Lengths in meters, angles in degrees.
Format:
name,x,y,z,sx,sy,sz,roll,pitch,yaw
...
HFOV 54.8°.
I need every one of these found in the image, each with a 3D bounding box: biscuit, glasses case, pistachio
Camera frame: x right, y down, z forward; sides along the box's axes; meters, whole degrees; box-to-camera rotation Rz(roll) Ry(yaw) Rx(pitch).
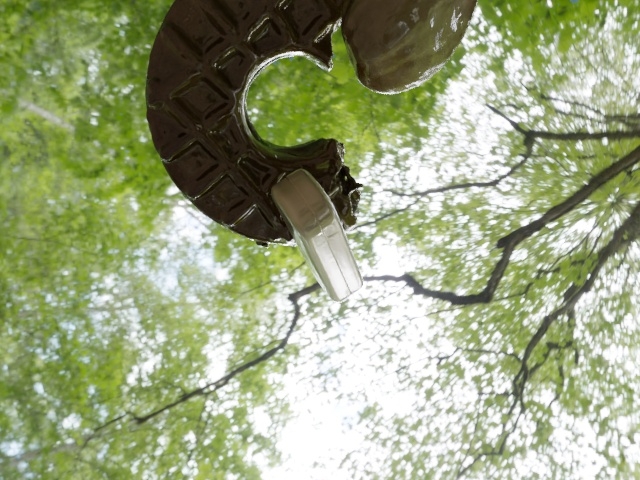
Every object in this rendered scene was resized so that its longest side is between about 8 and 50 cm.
name,x,y,z,sx,sy,sz,roll,pitch,yaw
biscuit,-0.076,-0.164,0.766,0.268,0.115,0.366,-5,-72,-9
glasses case,0.000,0.000,0.706,0.050,0.196,0.083,-34,-127,-7
pistachio,0.091,-0.237,0.620,0.126,0.108,0.185,32,-83,10
